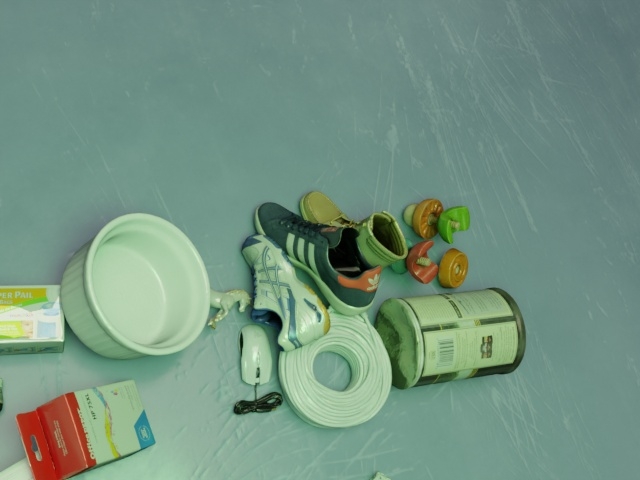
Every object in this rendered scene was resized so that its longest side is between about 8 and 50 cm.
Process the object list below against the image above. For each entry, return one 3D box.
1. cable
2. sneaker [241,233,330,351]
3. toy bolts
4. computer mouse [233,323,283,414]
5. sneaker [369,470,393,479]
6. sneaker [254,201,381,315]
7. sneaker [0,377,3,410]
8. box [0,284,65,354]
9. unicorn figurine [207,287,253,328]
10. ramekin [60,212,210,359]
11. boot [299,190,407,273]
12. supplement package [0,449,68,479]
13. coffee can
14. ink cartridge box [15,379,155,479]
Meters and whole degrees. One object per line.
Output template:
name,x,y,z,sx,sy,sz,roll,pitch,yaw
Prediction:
cable,0.029,0.278,1.529,0.257,0.089,0.257,-26,80,-27
sneaker,-0.107,0.105,1.497,0.130,0.112,0.296,-30,55,-17
toy bolts,0.240,0.027,1.719,0.228,0.158,0.219,-33,124,-39
computer mouse,-0.137,0.267,1.493,0.105,0.042,0.193,0,69,-20
sneaker,0.147,0.530,1.484,0.212,0.080,0.094,-3,58,-21
sneaker,0.000,0.000,1.550,0.350,0.148,0.131,40,42,20
sneaker,-0.650,0.303,1.262,0.170,0.063,0.075,-15,69,-31
box,-0.589,0.151,1.326,0.203,0.103,0.114,0,69,-22
unicorn figurine,-0.219,0.134,1.502,0.161,0.060,0.111,28,51,-2
ramekin,-0.361,0.099,1.369,0.277,0.135,0.277,27,52,-41
boot,0.074,-0.033,1.605,0.095,0.203,0.262,-32,84,-30
supplement package,-0.483,0.468,1.237,0.105,0.105,0.179,-28,81,-29
coffee can,0.288,0.216,1.591,0.275,0.201,0.202,-3,70,-22
ink cartridge box,-0.413,0.338,1.260,0.231,0.078,0.134,4,60,-66
